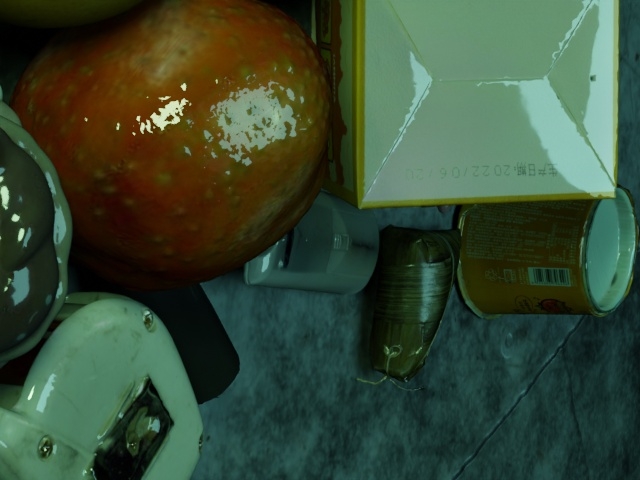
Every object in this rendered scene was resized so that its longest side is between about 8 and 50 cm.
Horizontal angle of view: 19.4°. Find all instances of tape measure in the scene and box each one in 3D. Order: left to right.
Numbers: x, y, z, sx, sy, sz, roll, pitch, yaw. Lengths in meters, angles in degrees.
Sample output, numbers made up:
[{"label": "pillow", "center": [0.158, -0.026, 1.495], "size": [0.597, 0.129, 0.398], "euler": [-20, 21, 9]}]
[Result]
[{"label": "tape measure", "center": [-0.219, 0.173, 1.644], "size": [0.265, 0.130, 0.258], "euler": [-59, 137, -34]}]

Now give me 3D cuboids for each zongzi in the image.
[{"label": "zongzi", "center": [0.119, 0.076, 2.197], "size": [0.184, 0.084, 0.187], "euler": [-5, 105, -66]}]

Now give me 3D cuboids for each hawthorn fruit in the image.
[{"label": "hawthorn fruit", "center": [-0.141, -0.085, 1.596], "size": [0.300, 0.275, 0.275], "euler": [-34, 127, -14]}]

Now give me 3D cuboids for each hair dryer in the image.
[{"label": "hair dryer", "center": [-0.119, 0.011, 1.821], "size": [0.197, 0.089, 0.251], "euler": [64, 38, -37]}]

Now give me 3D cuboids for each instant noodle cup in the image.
[{"label": "instant noodle cup", "center": [0.291, 0.003, 2.352], "size": [0.216, 0.172, 0.216], "euler": [-15, 108, -55]}]

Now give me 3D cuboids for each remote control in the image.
[{"label": "remote control", "center": [0.000, 0.000, 1.975], "size": [0.313, 0.055, 0.109], "euler": [9, 86, -70]}]

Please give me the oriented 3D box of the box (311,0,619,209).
[{"label": "box", "center": [0.147, -0.177, 1.957], "size": [0.283, 0.214, 0.259], "euler": [-3, 99, -14]}]

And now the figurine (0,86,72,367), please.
[{"label": "figurine", "center": [-0.313, 0.001, 1.366], "size": [0.380, 0.203, 0.248], "euler": [-9, 97, -78]}]

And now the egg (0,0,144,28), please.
[{"label": "egg", "center": [-0.202, -0.320, 1.460], "size": [0.351, 0.282, 0.282], "euler": [-64, 142, -45]}]

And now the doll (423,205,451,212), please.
[{"label": "doll", "center": [0.145, -0.139, 2.182], "size": [0.262, 0.093, 0.211], "euler": [-14, 100, -52]}]
